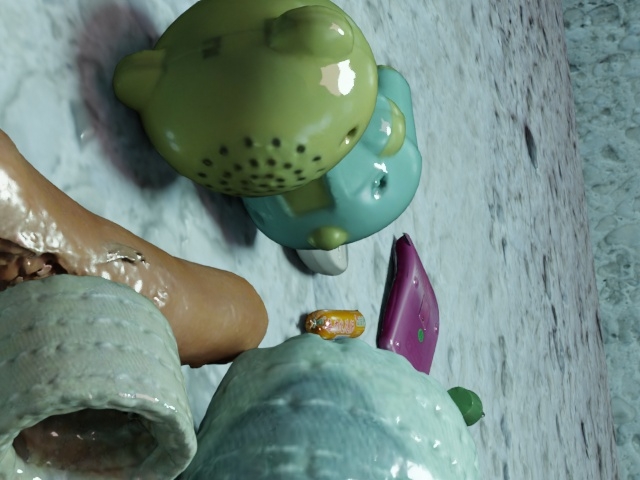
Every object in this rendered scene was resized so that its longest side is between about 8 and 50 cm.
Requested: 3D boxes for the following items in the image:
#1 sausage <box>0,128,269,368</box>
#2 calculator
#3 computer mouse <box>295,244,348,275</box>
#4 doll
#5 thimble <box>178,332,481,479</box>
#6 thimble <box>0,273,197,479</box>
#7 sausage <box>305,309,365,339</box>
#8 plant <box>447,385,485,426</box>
[{"bbox_3d":[-0.132,0.016,0.591,0.326,0.079,0.087,38,57,-57],"label":"sausage"},{"bbox_3d":[0.112,0.096,1.213,0.191,0.034,0.127,-75,149,-45],"label":"calculator"},{"bbox_3d":[-0.002,0.000,0.969,0.096,0.039,0.066,44,41,-67],"label":"computer mouse"},{"bbox_3d":[-0.028,-0.093,0.774,0.260,0.177,0.162,44,40,-62],"label":"doll"},{"bbox_3d":[0.007,0.192,0.682,0.172,0.204,0.250,-80,150,-49],"label":"thimble"},{"bbox_3d":[-0.125,0.077,0.520,0.115,0.102,0.090,44,18,-47],"label":"thimble"},{"bbox_3d":[0.013,0.082,0.976,0.107,0.031,0.031,12,69,-67],"label":"sausage"},{"bbox_3d":[0.192,0.223,1.325,0.102,0.051,0.051,46,39,-62],"label":"plant"}]
